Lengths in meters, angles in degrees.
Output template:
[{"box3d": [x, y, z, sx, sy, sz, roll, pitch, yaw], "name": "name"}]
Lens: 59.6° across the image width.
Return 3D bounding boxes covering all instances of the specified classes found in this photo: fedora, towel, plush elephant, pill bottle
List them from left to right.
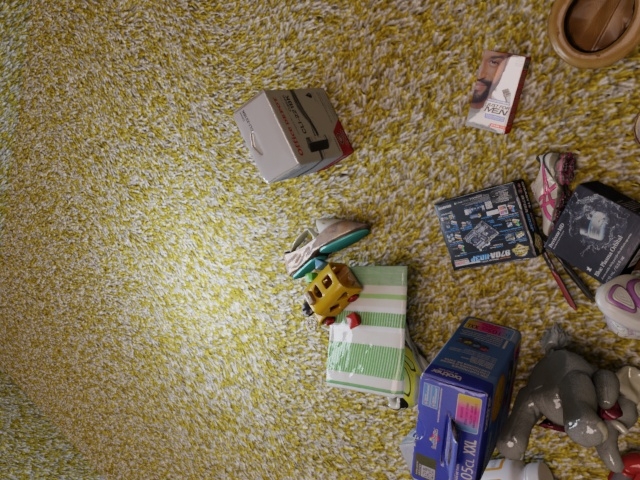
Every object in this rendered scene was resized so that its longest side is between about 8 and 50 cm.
[{"box3d": [0.118, 0.228, 1.443, 0.248, 0.038, 0.324, -2, 82, 42], "name": "towel"}, {"box3d": [0.458, 0.630, 1.422, 0.246, 0.136, 0.136, -24, 90, 36], "name": "pill bottle"}, {"box3d": [0.579, 0.371, 1.214, 0.255, 0.330, 0.272, 35, 137, -6], "name": "plush elephant"}, {"box3d": [0.546, -0.434, 1.087, 0.194, 0.079, 0.194, 15, 118, 32], "name": "fedora"}]

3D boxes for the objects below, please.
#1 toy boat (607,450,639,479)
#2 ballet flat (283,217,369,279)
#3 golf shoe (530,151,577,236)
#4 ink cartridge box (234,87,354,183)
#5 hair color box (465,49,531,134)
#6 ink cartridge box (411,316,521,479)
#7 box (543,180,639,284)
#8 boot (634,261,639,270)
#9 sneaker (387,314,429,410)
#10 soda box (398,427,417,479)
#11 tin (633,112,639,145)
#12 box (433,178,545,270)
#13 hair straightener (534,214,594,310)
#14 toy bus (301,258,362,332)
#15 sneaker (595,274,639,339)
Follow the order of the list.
[{"box3d": [0.748, 0.579, 1.211, 0.231, 0.151, 0.151, 23, 116, 26], "name": "toy boat"}, {"box3d": [0.000, 0.000, 1.558, 0.316, 0.108, 0.106, -34, 70, 34], "name": "ballet flat"}, {"box3d": [0.504, -0.101, 1.224, 0.086, 0.068, 0.186, 12, 100, 50], "name": "golf shoe"}, {"box3d": [-0.061, -0.270, 1.409, 0.114, 0.273, 0.197, -26, 89, 36], "name": "ink cartridge box"}, {"box3d": [0.391, -0.327, 1.235, 0.093, 0.053, 0.167, 21, 113, 27], "name": "hair color box"}, {"box3d": [0.328, 0.381, 1.274, 0.151, 0.395, 0.269, 12, 111, 30], "name": "ink cartridge box"}, {"box3d": [0.570, -0.015, 1.127, 0.158, 0.093, 0.156, 40, 126, 36], "name": "box"}, {"box3d": [0.686, -0.061, 1.124, 0.281, 0.096, 0.264, -3, 109, 42], "name": "boot"}, {"box3d": [0.166, 0.271, 1.499, 0.145, 0.147, 0.384, -40, 79, 36], "name": "sneaker"}, {"box3d": [0.327, 0.661, 1.540, 0.091, 0.098, 0.286, -24, 90, 37], "name": "soda box"}, {"box3d": [0.705, -0.237, 1.069, 0.190, 0.040, 0.106, -22, 96, 35], "name": "tin"}, {"box3d": [0.386, -0.031, 1.299, 0.220, 0.051, 0.175, -16, 93, 47], "name": "box"}, {"box3d": [0.550, 0.038, 1.256, 0.089, 0.047, 0.230, -30, 81, 14], "name": "hair straightener"}, {"box3d": [0.007, 0.148, 1.457, 0.191, 0.104, 0.202, 1, 85, 42], "name": "toy bus"}, {"box3d": [0.616, 0.152, 1.096, 0.152, 0.305, 0.114, -41, 48, 42], "name": "sneaker"}]
